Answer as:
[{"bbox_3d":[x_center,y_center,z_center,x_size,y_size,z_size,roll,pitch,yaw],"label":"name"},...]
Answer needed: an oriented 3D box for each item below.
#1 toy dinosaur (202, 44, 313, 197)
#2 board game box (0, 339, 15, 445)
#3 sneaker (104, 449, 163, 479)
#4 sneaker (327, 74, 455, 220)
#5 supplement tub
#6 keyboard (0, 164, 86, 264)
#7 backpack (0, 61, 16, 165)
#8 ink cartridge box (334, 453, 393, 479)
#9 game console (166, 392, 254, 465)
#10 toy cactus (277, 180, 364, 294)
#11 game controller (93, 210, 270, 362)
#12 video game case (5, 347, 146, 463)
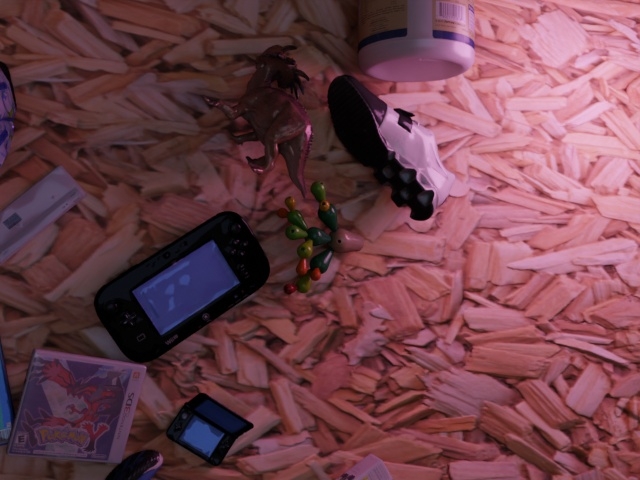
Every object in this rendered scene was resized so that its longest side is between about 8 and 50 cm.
[{"bbox_3d":[-0.075,-0.234,1.397,0.200,0.127,0.296,-34,80,0],"label":"toy dinosaur"},{"bbox_3d":[-0.612,0.255,1.276,0.160,0.047,0.210,-10,92,-20],"label":"board game box"},{"bbox_3d":[-0.354,0.463,1.347,0.211,0.080,0.081,-46,108,-4],"label":"sneaker"},{"bbox_3d":[0.147,-0.207,1.519,0.146,0.122,0.330,-43,101,-33],"label":"sneaker"},{"bbox_3d":[0.185,-0.486,1.469,0.228,0.228,0.316,1,88,-18],"label":"supplement tub"},{"bbox_3d":[-0.537,-0.027,1.332,0.256,0.014,0.072,-43,96,-15],"label":"keyboard"},{"bbox_3d":[-0.602,-0.177,1.135,0.290,0.355,0.273,-17,95,-19],"label":"backpack"},{"bbox_3d":[0.063,0.519,1.483,0.181,0.061,0.104,-32,98,-16],"label":"ink cartridge box"},{"bbox_3d":[-0.205,0.351,1.395,0.122,0.071,0.107,36,78,-13],"label":"game console"},{"bbox_3d":[0.000,0.000,1.474,0.180,0.112,0.219,7,83,-37],"label":"toy cactus"},{"bbox_3d":[-0.249,0.084,1.393,0.319,0.067,0.166,-34,99,-16],"label":"game controller"},{"bbox_3d":[-0.422,0.293,1.318,0.201,0.023,0.183,15,89,-31],"label":"video game case"}]
